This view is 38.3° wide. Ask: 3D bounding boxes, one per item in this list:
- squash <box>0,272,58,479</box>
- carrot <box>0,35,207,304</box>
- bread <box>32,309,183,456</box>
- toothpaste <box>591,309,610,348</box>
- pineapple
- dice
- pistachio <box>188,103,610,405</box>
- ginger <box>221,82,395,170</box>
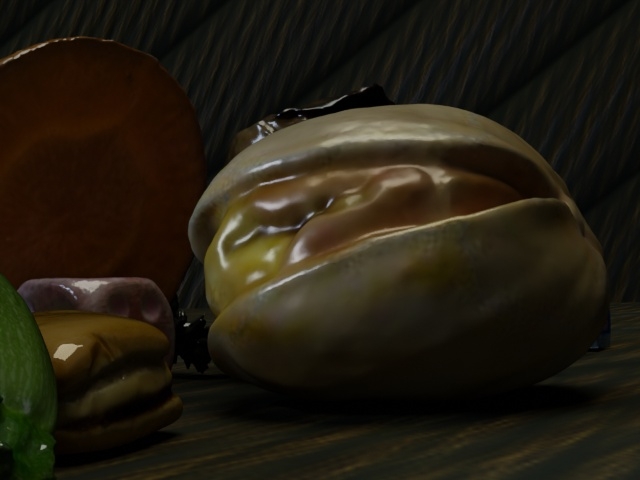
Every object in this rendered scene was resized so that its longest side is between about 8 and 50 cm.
[{"bbox_3d":[-0.216,0.025,0.436,0.107,0.107,0.395,0,17,-36],"label":"squash"},{"bbox_3d":[-0.210,-0.022,0.749,0.100,0.307,0.258,14,-20,50],"label":"carrot"},{"bbox_3d":[-0.182,0.082,0.530,0.200,0.077,0.116,-3,5,27],"label":"bread"},{"bbox_3d":[0.205,0.105,1.115,0.272,0.053,0.066,-3,-7,29],"label":"toothpaste"},{"bbox_3d":[-0.178,0.086,0.881,0.197,0.108,0.108,11,3,24],"label":"pineapple"},{"bbox_3d":[-0.167,0.073,0.670,0.091,0.093,0.094,-3,-2,32],"label":"dice"},{"bbox_3d":[0.066,0.017,0.666,0.308,0.230,0.230,-7,-1,-11],"label":"pistachio"},{"bbox_3d":[-0.004,0.001,0.859,0.200,0.223,0.269,-19,-3,-10],"label":"ginger"}]
